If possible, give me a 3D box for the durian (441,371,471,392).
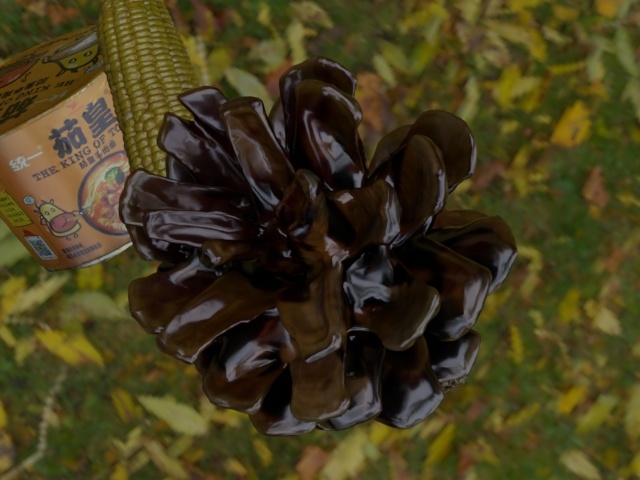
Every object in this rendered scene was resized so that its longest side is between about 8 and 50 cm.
[{"bbox_3d":[0.061,0.069,1.076,0.130,0.066,0.052,-59,153,-53],"label":"durian"}]

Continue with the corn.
[{"bbox_3d":[-0.134,-0.109,1.390,0.080,0.231,0.080,-18,158,-8],"label":"corn"}]

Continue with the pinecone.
[{"bbox_3d":[-0.001,-0.002,0.933,0.202,0.229,0.201,-33,136,17],"label":"pinecone"}]

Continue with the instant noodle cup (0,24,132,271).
[{"bbox_3d":[-0.240,-0.084,1.628,0.216,0.216,0.172,-35,116,-13],"label":"instant noodle cup"}]
